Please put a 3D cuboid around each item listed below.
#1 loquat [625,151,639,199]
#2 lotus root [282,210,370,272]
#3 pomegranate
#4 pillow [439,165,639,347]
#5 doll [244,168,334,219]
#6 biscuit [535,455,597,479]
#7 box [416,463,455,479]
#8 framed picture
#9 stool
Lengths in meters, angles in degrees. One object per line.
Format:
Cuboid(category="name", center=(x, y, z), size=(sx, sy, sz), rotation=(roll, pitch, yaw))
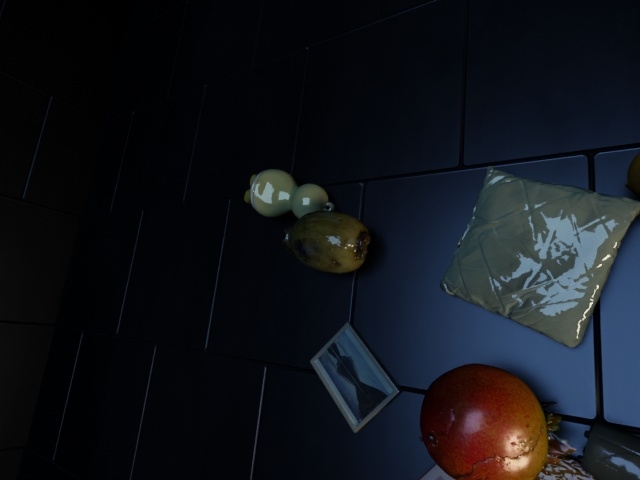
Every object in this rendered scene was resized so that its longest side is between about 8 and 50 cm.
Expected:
Cuboid(category="loquat", center=(0.582, -0.106, 0.662), size=(0.141, 0.141, 0.141), rotation=(-11, 70, 32))
Cuboid(category="lotus root", center=(-0.002, 0.000, 1.038), size=(0.278, 0.154, 0.153), rotation=(8, 81, 41))
Cuboid(category="pomegranate", center=(0.288, 0.316, 0.701), size=(0.235, 0.210, 0.210), rotation=(2, 76, 13))
Cuboid(category="pillow", center=(0.402, 0.019, 0.791), size=(0.274, 0.076, 0.280), rotation=(24, 96, 40))
Cuboid(category="doll", center=(-0.089, -0.119, 1.160), size=(0.297, 0.117, 0.141), rotation=(20, 81, 24))
Cuboid(category="biscuit", center=(0.400, 0.456, 0.688), size=(0.188, 0.027, 0.187), rotation=(-11, 69, 31))
Cuboid(category="box", center=(0.274, 0.509, 0.726), size=(0.229, 0.050, 0.122), rotation=(50, 125, 34))
Cuboid(category="framed picture", center=(0.075, 0.315, 0.964), size=(0.150, 0.015, 0.203), rotation=(-48, 55, 14))
Cuboid(category="stool", center=(0.468, 0.341, 0.636), size=(0.110, 0.096, 0.096), rotation=(19, 87, 41))
